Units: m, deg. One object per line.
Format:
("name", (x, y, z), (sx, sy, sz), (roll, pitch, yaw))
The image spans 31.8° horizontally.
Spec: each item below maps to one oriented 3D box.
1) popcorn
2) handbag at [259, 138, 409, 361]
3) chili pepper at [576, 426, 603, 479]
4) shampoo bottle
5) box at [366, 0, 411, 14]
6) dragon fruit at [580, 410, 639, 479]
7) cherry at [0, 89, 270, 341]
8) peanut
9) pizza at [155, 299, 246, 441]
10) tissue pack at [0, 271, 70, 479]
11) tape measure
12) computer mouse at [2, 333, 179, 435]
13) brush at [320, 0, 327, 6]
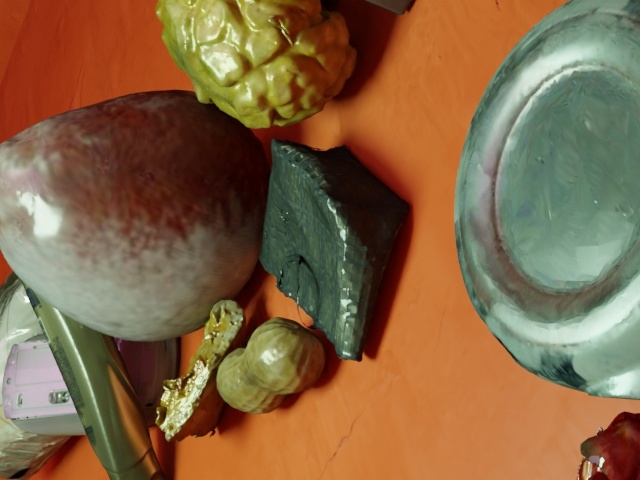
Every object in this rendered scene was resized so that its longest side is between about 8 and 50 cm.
("popcorn", (-0.070, -0.231, 1.240), (0.250, 0.190, 0.250), (61, 171, 16))
("handbag", (0.000, 0.000, 1.175), (0.270, 0.089, 0.175), (-132, 51, -58))
("chili pepper", (0.178, 0.217, 0.777), (0.045, 0.027, 0.178), (2, 80, 59))
("shampoo bottle", (-0.298, 0.182, 1.488), (0.350, 0.084, 0.125), (66, 160, 8))
("box", (0.020, -0.380, 1.188), (0.153, 0.188, 0.252), (-58, 35, 28))
("dragon fruit", (0.254, 0.151, 0.498), (0.293, 0.234, 0.233), (8, 85, 27))
("cherry", (-0.226, -0.024, 1.370), (0.291, 0.335, 0.326), (59, 156, 33))
("peanut", (-0.058, 0.136, 1.212), (0.193, 0.089, 0.089), (-37, 47, 51))
("pizza", (-0.146, 0.176, 1.323), (0.161, 0.062, 0.182), (-60, -10, -46))
("tissue pack", (-0.487, 0.182, 1.888), (0.390, 0.195, 0.375), (-37, 47, 45))
("tape measure", (0.209, -0.024, 0.701), (0.275, 0.147, 0.256), (45, 120, 55))
("computer mouse", (-0.327, 0.198, 1.622), (0.310, 0.072, 0.158), (-9, 70, 27))
("brush", (-0.078, -0.375, 1.422), (0.301, 0.071, 0.084), (52, 120, 32))
